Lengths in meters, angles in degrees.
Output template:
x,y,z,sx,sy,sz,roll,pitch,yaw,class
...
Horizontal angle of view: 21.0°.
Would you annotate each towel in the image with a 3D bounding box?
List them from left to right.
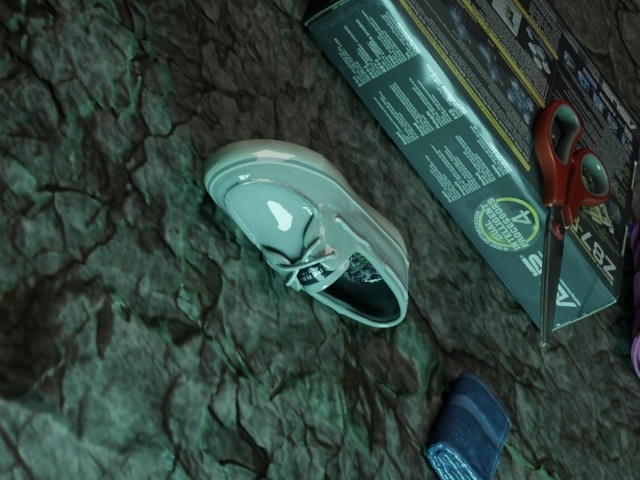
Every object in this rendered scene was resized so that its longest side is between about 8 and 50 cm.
x,y,z,sx,sy,sz,roll,pitch,yaw,class
0.123,0.159,1.404,0.067,0.029,0.119,54,30,-13,towel

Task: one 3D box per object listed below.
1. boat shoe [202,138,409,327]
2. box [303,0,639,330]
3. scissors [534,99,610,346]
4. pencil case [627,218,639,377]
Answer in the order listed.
x,y,z,sx,sy,sz,roll,pitch,yaw,class
-0.001,0.001,1.283,0.227,0.079,0.081,34,35,-46,boat shoe
0.164,-0.154,1.664,0.395,0.097,0.318,50,30,-22,box
0.203,-0.025,1.527,0.109,0.021,0.297,57,34,-18,scissors
0.367,0.055,1.826,0.209,0.095,0.098,-82,171,-50,pencil case
